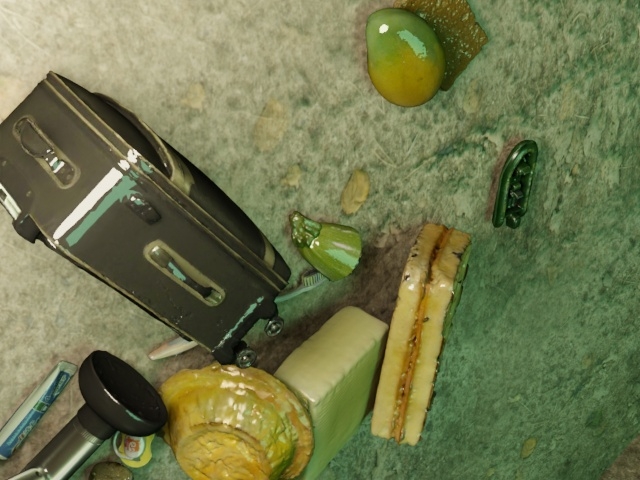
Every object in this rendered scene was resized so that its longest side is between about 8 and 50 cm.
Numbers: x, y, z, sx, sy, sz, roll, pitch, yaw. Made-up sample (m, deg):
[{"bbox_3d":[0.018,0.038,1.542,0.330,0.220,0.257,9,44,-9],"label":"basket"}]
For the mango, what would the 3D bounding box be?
[{"bbox_3d":[0.133,-0.294,1.501,0.130,0.092,0.194,-25,137,20],"label":"mango"}]

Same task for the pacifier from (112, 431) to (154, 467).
[{"bbox_3d":[-0.311,0.338,1.576,0.064,0.068,0.083,-11,109,-81],"label":"pacifier"}]

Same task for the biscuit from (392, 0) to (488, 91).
[{"bbox_3d":[0.200,-0.361,1.579,0.131,0.026,0.237,-53,140,-3],"label":"biscuit"}]

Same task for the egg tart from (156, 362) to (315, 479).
[{"bbox_3d":[-0.152,0.324,1.557,0.118,0.288,0.288,-68,165,-54],"label":"egg tart"}]

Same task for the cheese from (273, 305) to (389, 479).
[{"bbox_3d":[0.008,0.286,1.733,0.265,0.124,0.242,-38,140,-47],"label":"cheese"}]

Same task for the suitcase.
[{"bbox_3d":[-0.222,-0.020,1.211,0.194,0.283,0.434,-48,140,-1],"label":"suitcase"}]

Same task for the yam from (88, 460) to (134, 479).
[{"bbox_3d":[-0.348,0.454,1.596,0.078,0.078,0.179,-27,133,-29],"label":"yam"}]

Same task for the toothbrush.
[{"bbox_3d":[-0.131,0.124,1.605,0.375,0.028,0.037,-26,128,-30],"label":"toothbrush"}]

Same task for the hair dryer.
[{"bbox_3d":[-0.381,0.333,1.344,0.156,0.284,0.320,44,87,-8],"label":"hair dryer"}]

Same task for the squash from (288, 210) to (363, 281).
[{"bbox_3d":[-0.008,0.004,1.604,0.132,0.105,0.105,24,100,-37],"label":"squash"}]

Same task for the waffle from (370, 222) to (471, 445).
[{"bbox_3d":[0.196,0.183,1.806,0.261,0.114,0.376,-58,160,-64],"label":"waffle"}]

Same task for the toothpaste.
[{"bbox_3d":[-0.437,0.261,1.399,0.197,0.035,0.057,-51,158,-5],"label":"toothpaste"}]

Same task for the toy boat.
[{"bbox_3d":[0.406,-0.118,1.944,0.104,0.052,0.210,-20,131,-31],"label":"toy boat"}]
